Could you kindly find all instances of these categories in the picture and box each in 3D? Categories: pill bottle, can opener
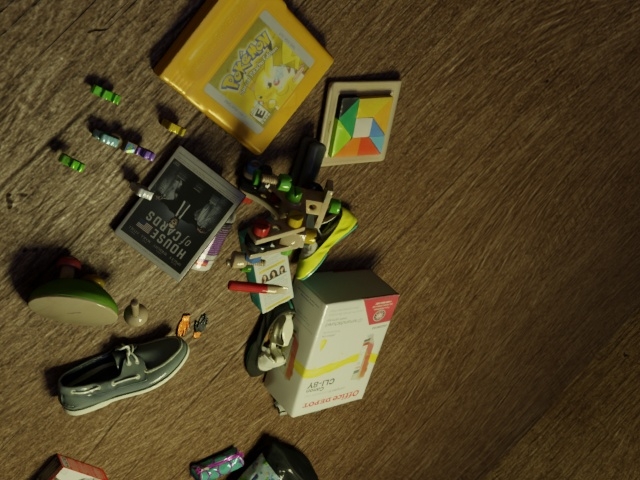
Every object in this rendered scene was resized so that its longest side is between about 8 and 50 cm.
[{"bbox_3d":[-0.257,-0.038,1.635,0.108,0.108,0.194,15,109,-46],"label":"pill bottle"},{"bbox_3d":[-0.041,-0.117,1.790,0.093,0.074,0.281,-5,119,-37],"label":"can opener"}]

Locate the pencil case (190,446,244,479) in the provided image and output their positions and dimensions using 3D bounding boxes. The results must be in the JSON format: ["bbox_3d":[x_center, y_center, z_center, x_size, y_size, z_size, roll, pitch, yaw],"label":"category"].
[{"bbox_3d":[-0.303,0.667,2.140,0.151,0.065,0.070,-16,154,-33],"label":"pencil case"}]

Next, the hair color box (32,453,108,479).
[{"bbox_3d":[-0.627,0.609,1.829,0.093,0.053,0.167,-47,137,-2],"label":"hair color box"}]

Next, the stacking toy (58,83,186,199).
[{"bbox_3d":[-0.394,-0.193,1.449,0.221,0.052,0.167,23,97,-42],"label":"stacking toy"}]

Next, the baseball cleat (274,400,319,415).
[{"bbox_3d":[-0.074,0.499,2.227,0.109,0.072,0.206,-28,149,16],"label":"baseball cleat"}]

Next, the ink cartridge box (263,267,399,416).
[{"bbox_3d":[0.029,0.289,2.079,0.279,0.160,0.385,-4,122,-39],"label":"ink cartridge box"}]

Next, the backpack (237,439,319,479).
[{"bbox_3d":[-0.181,0.836,2.260,0.355,0.273,0.290,-35,145,2],"label":"backpack"}]

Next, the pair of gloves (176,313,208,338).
[{"bbox_3d":[-0.324,0.218,1.836,0.083,0.010,0.074,5,115,-43],"label":"pair of gloves"}]

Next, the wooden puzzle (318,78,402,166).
[{"bbox_3d":[0.100,-0.289,1.807,0.238,0.044,0.221,-12,126,-35],"label":"wooden puzzle"}]

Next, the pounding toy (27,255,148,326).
[{"bbox_3d":[-0.485,0.103,1.532,0.236,0.110,0.183,6,155,-5],"label":"pounding toy"}]

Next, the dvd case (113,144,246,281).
[{"bbox_3d":[-0.302,-0.057,1.558,0.179,0.029,0.239,38,92,-4],"label":"dvd case"}]

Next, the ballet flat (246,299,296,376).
[{"bbox_3d":[-0.133,0.280,1.981,0.095,0.096,0.281,-4,122,-39],"label":"ballet flat"}]

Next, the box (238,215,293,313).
[{"bbox_3d":[-0.137,0.065,1.849,0.100,0.060,0.244,-27,134,-24],"label":"box"}]

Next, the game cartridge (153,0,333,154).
[{"bbox_3d":[-0.149,-0.371,1.529,0.285,0.052,0.323,-52,139,2],"label":"game cartridge"}]

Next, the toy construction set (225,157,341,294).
[{"bbox_3d":[-0.071,-0.022,1.651,0.237,0.257,0.309,8,108,-19],"label":"toy construction set"}]

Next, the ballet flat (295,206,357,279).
[{"bbox_3d":[0.000,0.000,1.922,0.231,0.077,0.077,-45,117,-9],"label":"ballet flat"}]

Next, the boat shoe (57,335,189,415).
[{"bbox_3d":[-0.460,0.299,1.702,0.319,0.116,0.099,-23,136,-20],"label":"boat shoe"}]
